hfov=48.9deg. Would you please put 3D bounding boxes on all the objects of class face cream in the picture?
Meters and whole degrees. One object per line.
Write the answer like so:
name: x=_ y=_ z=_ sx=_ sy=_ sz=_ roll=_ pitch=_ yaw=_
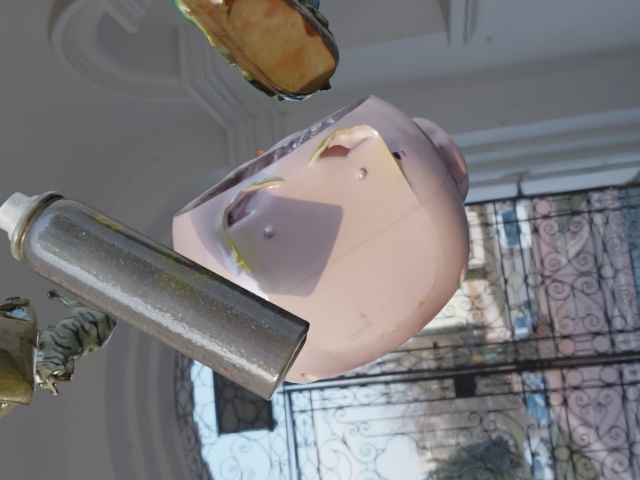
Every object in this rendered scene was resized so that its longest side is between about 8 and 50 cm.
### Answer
face cream: x=-0.146 y=0.037 z=0.593 sx=0.073 sy=0.283 sz=0.073 roll=-62 pitch=-5 yaw=-10

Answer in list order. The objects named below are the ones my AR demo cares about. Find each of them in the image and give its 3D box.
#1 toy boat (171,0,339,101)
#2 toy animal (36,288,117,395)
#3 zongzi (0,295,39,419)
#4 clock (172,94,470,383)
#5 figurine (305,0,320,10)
toy boat: x=-0.082 y=-0.238 z=0.710 sx=0.293 sy=0.108 sz=0.099 roll=35 pitch=-170 yaw=-40
toy animal: x=-0.444 y=0.168 z=1.141 sx=0.255 sy=0.170 sz=0.090 roll=-72 pitch=-13 yaw=-65
zongzi: x=-0.632 y=0.182 z=0.886 sx=0.447 sy=0.418 sz=0.181 roll=23 pitch=-144 yaw=-28
clock: x=0.000 y=0.000 z=0.853 sx=0.250 sy=0.368 sz=0.376 roll=58 pitch=176 yaw=-12
figurine: x=-0.055 y=-0.282 z=0.788 sx=0.079 sy=0.114 sz=0.114 roll=31 pitch=140 yaw=52
